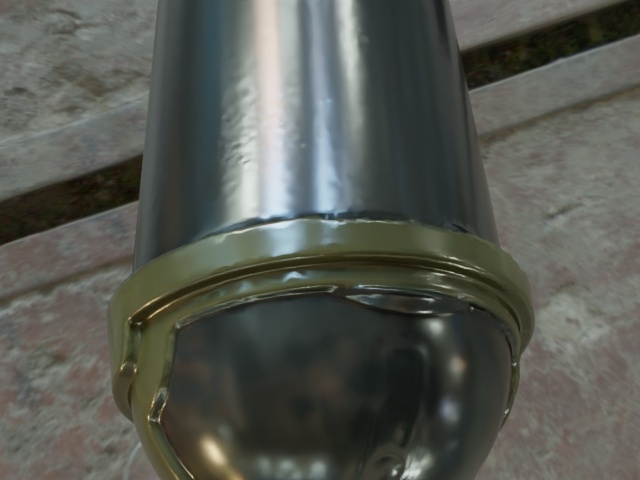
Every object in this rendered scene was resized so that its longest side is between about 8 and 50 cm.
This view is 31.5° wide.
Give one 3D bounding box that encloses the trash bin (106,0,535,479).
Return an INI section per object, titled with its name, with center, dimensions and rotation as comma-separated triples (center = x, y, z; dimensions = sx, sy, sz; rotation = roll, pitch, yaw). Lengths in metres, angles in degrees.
[trash bin]
center = 0.000, 0.000, 0.597
dimensions = 0.214, 0.214, 0.333
rotation = -1, 61, 1
